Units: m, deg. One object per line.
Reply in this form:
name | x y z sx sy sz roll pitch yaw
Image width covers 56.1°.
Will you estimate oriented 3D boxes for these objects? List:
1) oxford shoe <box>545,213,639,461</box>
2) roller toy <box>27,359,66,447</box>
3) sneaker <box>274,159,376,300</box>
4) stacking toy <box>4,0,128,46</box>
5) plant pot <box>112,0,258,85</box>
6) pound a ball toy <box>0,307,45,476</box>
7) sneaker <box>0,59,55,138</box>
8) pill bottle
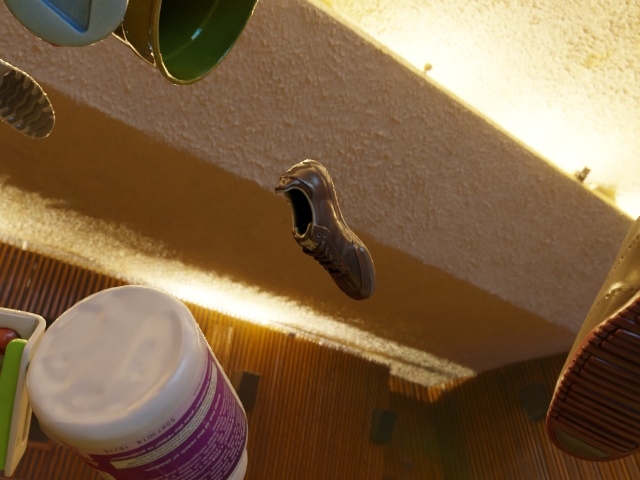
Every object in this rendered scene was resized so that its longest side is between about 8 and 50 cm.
oxford shoe | 0.330 0.062 0.578 0.123 0.130 0.348 27 -69 2
roller toy | -0.356 0.254 0.990 0.209 0.146 0.191 19 12 34
sneaker | 0.000 0.000 0.723 0.066 0.071 0.188 -15 -75 47
stacking toy | -0.365 -0.316 0.612 0.280 0.130 0.308 -24 -54 4
plant pot | -0.318 -0.509 1.021 0.353 0.366 0.366 29 -41 6
pound a ball toy | -0.597 0.227 1.026 0.208 0.135 0.319 12 -71 -12
sneaker | -0.684 -0.333 1.271 0.281 0.105 0.115 49 -18 -28
pill bottle | -0.177 0.198 0.670 0.170 0.169 0.301 -8 -41 4
